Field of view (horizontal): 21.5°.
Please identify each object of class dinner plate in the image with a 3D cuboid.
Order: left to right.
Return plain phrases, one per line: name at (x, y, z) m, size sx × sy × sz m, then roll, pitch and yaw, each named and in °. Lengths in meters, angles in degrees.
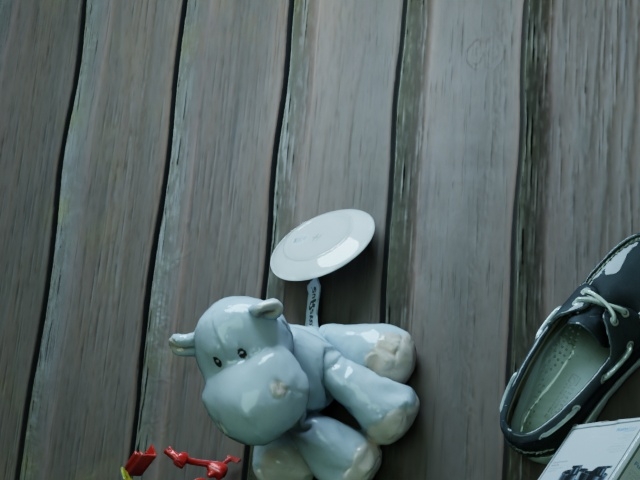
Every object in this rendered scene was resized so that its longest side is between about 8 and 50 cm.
dinner plate at (0.000, 0.000, 2.090) m, size 0.141 × 0.017 × 0.141 m, roll -21°, pitch 29°, yaw 12°

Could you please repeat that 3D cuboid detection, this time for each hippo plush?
hippo plush at (-0.027, 0.139, 1.955) m, size 0.234 × 0.236 × 0.294 m, roll -21°, pitch 62°, yaw 16°

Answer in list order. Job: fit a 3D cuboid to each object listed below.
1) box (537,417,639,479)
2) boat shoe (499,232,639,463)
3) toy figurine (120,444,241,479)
box at (0.258, 0.322, 1.740) m, size 0.087 × 0.169 × 0.290 m, roll 41°, pitch 67°, yaw -10°
boat shoe at (0.307, 0.113, 1.895) m, size 0.114 × 0.091 × 0.302 m, roll 25°, pitch 81°, yaw 31°
toy figurine at (-0.157, 0.447, 1.978) m, size 0.217 × 0.191 × 0.362 m, roll -52°, pitch 52°, yaw 32°
